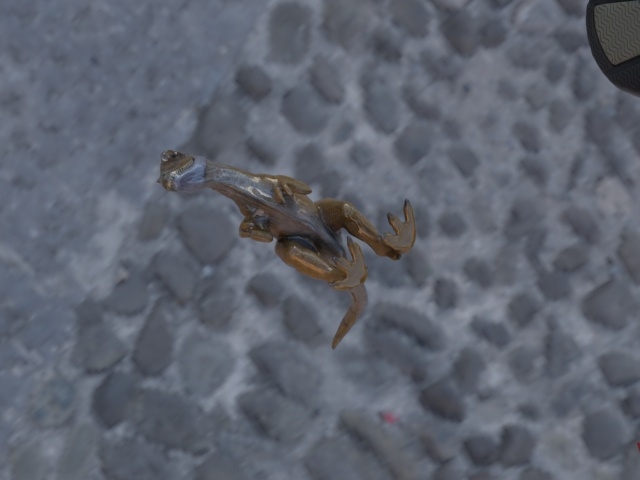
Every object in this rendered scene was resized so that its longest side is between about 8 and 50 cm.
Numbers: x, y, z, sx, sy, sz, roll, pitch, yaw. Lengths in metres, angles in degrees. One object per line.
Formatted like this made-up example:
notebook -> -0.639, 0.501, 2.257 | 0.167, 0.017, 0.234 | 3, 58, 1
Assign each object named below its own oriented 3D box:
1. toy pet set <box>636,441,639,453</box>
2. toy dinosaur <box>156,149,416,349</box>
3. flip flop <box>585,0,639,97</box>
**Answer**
toy pet set -> 0.253, 0.145, 1.104 | 0.122, 0.114, 0.065 | 26, 54, -61
toy dinosaur -> 0.000, 0.000, 1.051 | 0.211, 0.112, 0.064 | 42, 73, -42
flip flop -> 0.265, -0.141, 0.954 | 0.080, 0.277, 0.112 | 35, 34, -57
